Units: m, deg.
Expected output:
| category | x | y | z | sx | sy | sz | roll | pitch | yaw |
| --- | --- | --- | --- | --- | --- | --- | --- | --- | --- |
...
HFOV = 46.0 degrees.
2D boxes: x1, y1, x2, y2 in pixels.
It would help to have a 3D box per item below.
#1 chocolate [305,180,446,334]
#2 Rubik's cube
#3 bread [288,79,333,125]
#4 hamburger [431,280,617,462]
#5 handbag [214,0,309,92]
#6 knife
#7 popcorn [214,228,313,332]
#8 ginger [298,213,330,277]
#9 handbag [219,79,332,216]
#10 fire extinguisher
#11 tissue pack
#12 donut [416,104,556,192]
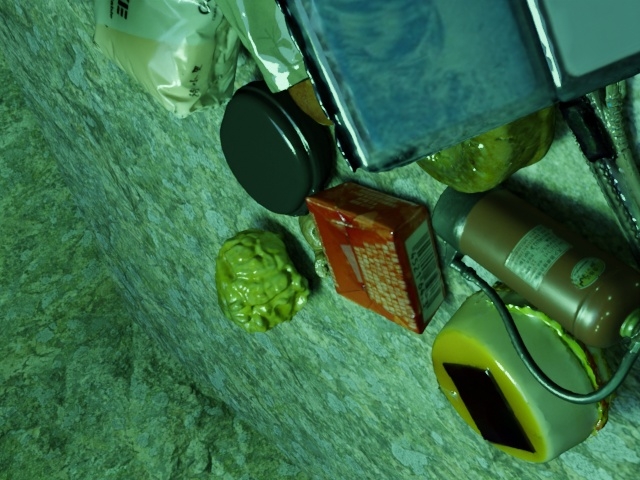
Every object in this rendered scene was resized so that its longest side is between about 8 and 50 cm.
| category | x | y | z | sx | sy | sz | roll | pitch | yaw |
| --- | --- | --- | --- | --- | --- | --- | --- | --- | --- |
| chocolate | 0.105 | 0.021 | 1.365 | 0.235 | 0.108 | 0.237 | 22 | 141 | 46 |
| Rubik's cube | 0.120 | -0.282 | 0.611 | 0.313 | 0.318 | 0.316 | -80 | -32 | -65 |
| bread | 0.022 | -0.263 | 1.156 | 0.199 | 0.104 | 0.199 | 39 | 149 | 30 |
| hamburger | 0.313 | 0.199 | 1.161 | 0.276 | 0.179 | 0.294 | 59 | 157 | -6 |
| handbag | -0.006 | -0.360 | 0.990 | 0.316 | 0.109 | 0.253 | -23 | 107 | 29 |
| knife | 0.368 | -0.058 | 0.905 | 0.365 | 0.043 | 0.089 | 60 | 162 | -16 |
| popcorn | -0.132 | 0.092 | 1.739 | 0.249 | 0.225 | 0.249 | 166 | 90 | -83 |
| ginger | 0.000 | -0.006 | 1.509 | 0.096 | 0.067 | 0.165 | 96 | 160 | -47 |
| handbag | -0.085 | -0.173 | 1.456 | 0.254 | 0.093 | 0.308 | 49 | 153 | 6 |
| fire extinguisher | 0.308 | 0.067 | 1.009 | 0.376 | 0.113 | 0.200 | 39 | 131 | 39 |
| tissue pack | -0.268 | -0.446 | 1.329 | 0.390 | 0.195 | 0.375 | 35 | 127 | 34 |
| donut | 0.185 | -0.173 | 0.936 | 0.208 | 0.128 | 0.261 | 40 | 160 | 34 |
